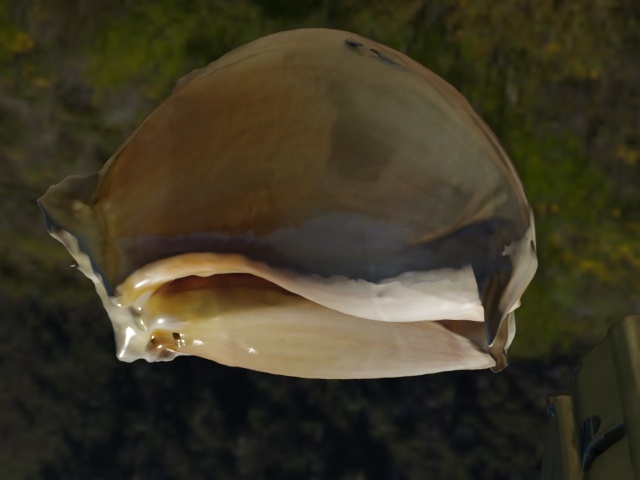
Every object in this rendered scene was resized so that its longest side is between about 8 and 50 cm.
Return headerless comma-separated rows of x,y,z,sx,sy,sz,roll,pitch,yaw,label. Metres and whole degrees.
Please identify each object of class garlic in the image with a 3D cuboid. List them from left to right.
0.000,0.000,1.275,0.313,0.249,0.286,-4,118,17,garlic

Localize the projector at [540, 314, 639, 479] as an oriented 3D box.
0.123,0.170,0.758,0.088,0.269,0.193,6,-154,1,projector
